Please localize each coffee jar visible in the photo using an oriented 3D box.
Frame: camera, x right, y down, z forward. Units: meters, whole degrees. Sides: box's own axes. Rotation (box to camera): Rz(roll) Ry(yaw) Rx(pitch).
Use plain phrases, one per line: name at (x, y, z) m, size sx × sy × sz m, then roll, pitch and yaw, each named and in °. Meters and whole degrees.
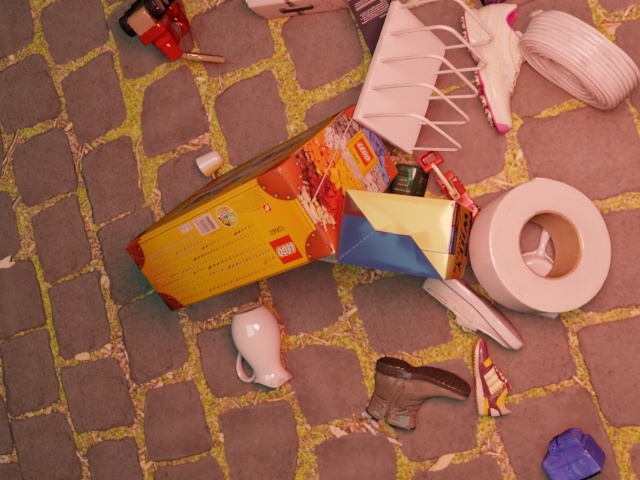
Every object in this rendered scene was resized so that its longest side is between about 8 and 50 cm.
coffee jar at (0.208, -0.092, 1.414) m, size 0.079 × 0.096 × 0.184 m, roll 12°, pitch 94°, yaw 25°

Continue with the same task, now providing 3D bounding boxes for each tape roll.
tape roll at (0.470, 0.015, 1.249) m, size 0.286 × 0.100 × 0.286 m, roll 2°, pitch 81°, yaw -10°

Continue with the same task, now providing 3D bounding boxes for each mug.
mug at (-0.301, -0.216, 1.625) m, size 0.064 × 0.078 × 0.062 m, roll -31°, pitch 47°, yaw 8°

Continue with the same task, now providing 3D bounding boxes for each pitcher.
pitcher at (-0.180, 0.284, 1.551) m, size 0.178 × 0.125 × 0.207 m, roll -13°, pitch 97°, yaw 34°

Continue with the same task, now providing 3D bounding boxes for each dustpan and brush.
dustpan and brush at (0.501, 0.058, 1.337) m, size 0.147 × 0.060 × 0.211 m, roll 16°, pitch 102°, yaw 7°

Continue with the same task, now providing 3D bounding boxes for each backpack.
backpack at (0.554, 0.485, 1.293) m, size 0.120 × 0.098 × 0.101 m, roll -45°, pitch 67°, yaw 27°

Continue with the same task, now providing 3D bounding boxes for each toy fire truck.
toy fire truck at (0.308, -0.122, 1.357) m, size 0.047 × 0.135 × 0.192 m, roll -36°, pitch 78°, yaw 16°
toy fire truck at (-0.397, -0.573, 1.607) m, size 0.159 × 0.217 × 0.246 m, roll -29°, pitch 123°, yaw 17°

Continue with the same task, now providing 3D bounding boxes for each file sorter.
file sorter at (0.231, -0.348, 1.240) m, size 0.173 × 0.193 × 0.277 m, roll 11°, pitch 80°, yaw 48°

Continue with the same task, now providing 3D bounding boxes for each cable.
cable at (0.536, -0.376, 1.210) m, size 0.257 × 0.257 × 0.089 m, roll 38°, pitch 104°, yaw -7°

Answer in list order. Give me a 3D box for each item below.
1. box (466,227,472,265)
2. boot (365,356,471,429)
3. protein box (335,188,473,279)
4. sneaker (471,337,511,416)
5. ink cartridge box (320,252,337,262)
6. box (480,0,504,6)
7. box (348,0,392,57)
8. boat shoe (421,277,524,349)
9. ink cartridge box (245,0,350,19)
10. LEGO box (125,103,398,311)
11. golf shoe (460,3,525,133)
box at (0.275, 0.006, 1.294) m, size 0.113 × 0.275 × 0.094 m, roll 10°, pitch 92°, yaw 20°
boot at (0.238, 0.391, 1.423) m, size 0.247 × 0.083 × 0.161 m, roll 11°, pitch 101°, yaw 25°
protein box at (0.162, -0.008, 1.081) m, size 0.200 × 0.201 × 0.135 m, roll 8°, pitch 91°, yaw 23°
sneaker at (0.404, 0.320, 1.365) m, size 0.084 × 0.069 × 0.185 m, roll -5°, pitch 95°, yaw 11°
ink cartridge box at (0.000, 0.000, 1.509) m, size 0.135 × 0.056 × 0.099 m, roll 11°, pitch 94°, yaw 19°
box at (0.442, -0.638, 1.299) m, size 0.207 × 0.153 × 0.108 m, roll -25°, pitch 82°, yaw 19°
box at (0.155, -0.505, 1.401) m, size 0.093 × 0.156 × 0.158 m, roll -24°, pitch 82°, yaw 17°
boat shoe at (0.353, 0.171, 1.365) m, size 0.267 × 0.096 × 0.088 m, roll 43°, pitch 107°, yaw 16°
ink cartridge box at (-0.048, -0.699, 1.495) m, size 0.273 × 0.114 × 0.196 m, roll 0°, pitch 91°, yaw 19°
LEGO box at (-0.131, -0.069, 1.303) m, size 0.500 × 0.372 × 0.193 m, roll -21°, pitch 108°, yaw 37°
golf shoe at (0.418, -0.404, 1.333) m, size 0.140 × 0.115 × 0.306 m, roll -13°, pitch 87°, yaw 16°
